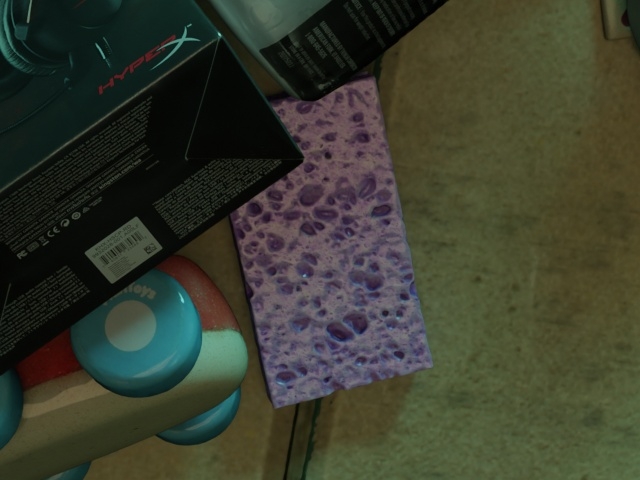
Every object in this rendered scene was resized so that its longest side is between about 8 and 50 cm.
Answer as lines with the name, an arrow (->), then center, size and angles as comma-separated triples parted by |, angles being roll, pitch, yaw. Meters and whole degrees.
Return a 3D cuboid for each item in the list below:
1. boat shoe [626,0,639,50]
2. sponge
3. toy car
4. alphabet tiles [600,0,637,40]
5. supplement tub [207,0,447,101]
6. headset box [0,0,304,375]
boat shoe -> 0.277, -0.121, 1.070 | 0.083, 0.065, 0.183 | -35, 116, -4
sponge -> 0.000, 0.000, 1.072 | 0.117, 0.031, 0.210 | -13, 103, -5
toy car -> -0.175, 0.021, 0.995 | 0.210, 0.219, 0.238 | -21, 73, -1
alphabet tiles -> 0.256, -0.317, 1.056 | 0.285, 0.011, 0.342 | -10, 102, -6
supplement tub -> 0.057, -0.258, 0.933 | 0.338, 0.207, 0.207 | -39, 104, 3
headset box -> -0.176, -0.095, 0.903 | 0.218, 0.293, 0.110 | -35, 136, 0
